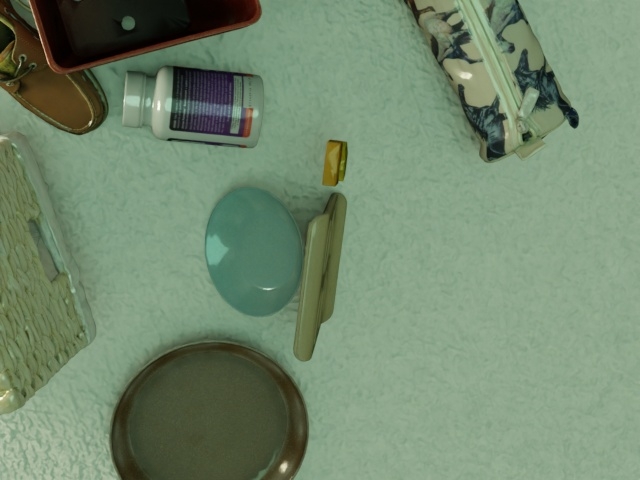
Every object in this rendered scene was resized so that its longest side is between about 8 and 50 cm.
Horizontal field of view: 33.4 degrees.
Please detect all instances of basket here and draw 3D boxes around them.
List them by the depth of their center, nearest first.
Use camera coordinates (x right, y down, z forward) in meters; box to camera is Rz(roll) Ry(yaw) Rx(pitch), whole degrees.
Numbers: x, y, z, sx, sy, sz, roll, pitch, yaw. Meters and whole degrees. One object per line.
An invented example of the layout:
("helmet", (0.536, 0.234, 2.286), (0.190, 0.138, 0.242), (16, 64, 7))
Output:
("basket", (-0.521, 0.066, 1.397), (0.331, 0.266, 0.328), (-12, 108, 11))

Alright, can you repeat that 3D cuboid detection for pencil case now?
("pencil case", (0.220, -0.313, 1.534), (0.160, 0.183, 0.410), (-30, 106, -2))

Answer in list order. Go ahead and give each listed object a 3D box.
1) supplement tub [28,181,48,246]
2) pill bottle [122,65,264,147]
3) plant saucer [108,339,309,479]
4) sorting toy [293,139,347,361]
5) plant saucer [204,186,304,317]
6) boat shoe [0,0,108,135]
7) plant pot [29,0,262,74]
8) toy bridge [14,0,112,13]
("supplement tub", (-0.434, -0.037, 1.533), (0.071, 0.071, 0.107), (11, 100, -13))
("pill bottle", (-0.183, -0.193, 1.524), (0.194, 0.108, 0.108), (5, 102, -12))
("plant saucer", (-0.174, 0.298, 1.673), (0.311, 0.050, 0.310), (-3, 103, -11))
("sorting toy", (0.000, 0.000, 1.552), (0.041, 0.229, 0.307), (9, 102, 7))
("plant saucer", (-0.090, 0.016, 1.582), (0.037, 0.195, 0.195), (-8, 109, -52))
("boat shoe", (-0.424, -0.249, 1.453), (0.111, 0.104, 0.307), (-41, 109, 17))
("plant pot", (-0.259, -0.357, 1.382), (0.267, 0.236, 0.267), (-18, 94, -14))
("toy bridge", (-0.387, -0.346, 1.492), (0.188, 0.026, 0.063), (11, 102, -14))
